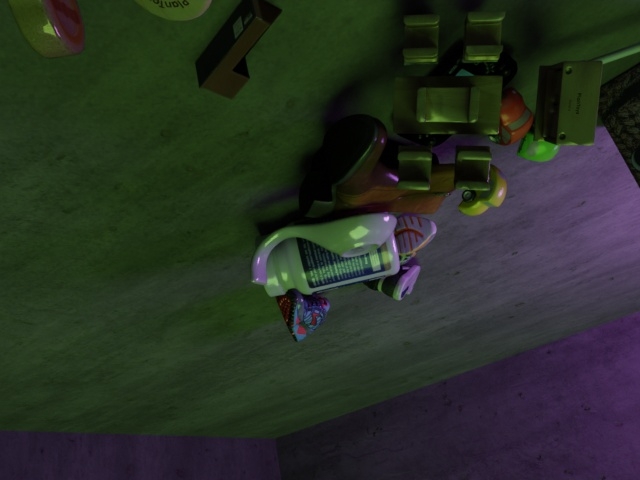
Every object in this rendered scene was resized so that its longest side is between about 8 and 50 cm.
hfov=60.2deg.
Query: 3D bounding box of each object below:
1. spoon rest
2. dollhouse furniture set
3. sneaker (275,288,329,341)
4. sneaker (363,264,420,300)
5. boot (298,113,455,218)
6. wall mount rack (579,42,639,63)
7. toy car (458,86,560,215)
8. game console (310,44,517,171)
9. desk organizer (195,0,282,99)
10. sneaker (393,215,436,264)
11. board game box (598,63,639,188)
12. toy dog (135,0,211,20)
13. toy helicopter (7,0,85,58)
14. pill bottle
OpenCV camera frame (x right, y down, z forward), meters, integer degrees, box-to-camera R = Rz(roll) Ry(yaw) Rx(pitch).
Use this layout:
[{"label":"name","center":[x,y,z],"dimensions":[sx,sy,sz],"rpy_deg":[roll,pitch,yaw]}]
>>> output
[{"label":"spoon rest","center":[0.000,0.000,0.971],"dimensions":[0.276,0.084,0.137],"rpy_deg":[-19,164,14]},{"label":"dollhouse furniture set","center":[0.221,-0.183,0.742],"dimensions":[0.242,0.212,0.161],"rpy_deg":[3,-166,11]},{"label":"sneaker","center":[-0.041,0.169,1.430],"dimensions":[0.125,0.104,0.262],"rpy_deg":[-27,157,-9]},{"label":"sneaker","center":[0.170,0.082,1.366],"dimensions":[0.121,0.079,0.217],"rpy_deg":[22,-170,17]},{"label":"boot","center":[0.134,-0.104,0.893],"dimensions":[0.280,0.096,0.264],"rpy_deg":[-1,150,-21]},{"label":"wall mount rack","center":[0.473,-0.313,0.676],"dimensions":[0.304,0.130,0.350],"rpy_deg":[16,149,32]},{"label":"toy car","center":[0.348,-0.154,0.941],"dimensions":[0.225,0.053,0.239],"rpy_deg":[-21,138,-31]},{"label":"game console","center":[0.148,-0.182,0.901],"dimensions":[0.213,0.044,0.361],"rpy_deg":[8,145,-33]},{"label":"desk organizer","center":[-0.101,-0.240,0.694],"dimensions":[0.050,0.047,0.130],"rpy_deg":[12,143,-41]},{"label":"sneaker","center":[0.184,0.007,1.223],"dimensions":[0.083,0.084,0.215],"rpy_deg":[7,156,-32]},{"label":"board game box","center":[0.610,-0.159,0.866],"dimensions":[0.232,0.291,0.141],"rpy_deg":[-33,146,31]},{"label":"toy dog","center":[-0.103,-0.324,0.400],"dimensions":[0.161,0.220,0.334],"rpy_deg":[-1,168,13]},{"label":"toy helicopter","center":[-0.266,-0.263,0.391],"dimensions":[0.140,0.235,0.355],"rpy_deg":[-13,152,1]},{"label":"pill bottle","center":[0.013,0.023,1.100],"dimensions":[0.265,0.153,0.153],"rpy_deg":[-14,151,2]}]
